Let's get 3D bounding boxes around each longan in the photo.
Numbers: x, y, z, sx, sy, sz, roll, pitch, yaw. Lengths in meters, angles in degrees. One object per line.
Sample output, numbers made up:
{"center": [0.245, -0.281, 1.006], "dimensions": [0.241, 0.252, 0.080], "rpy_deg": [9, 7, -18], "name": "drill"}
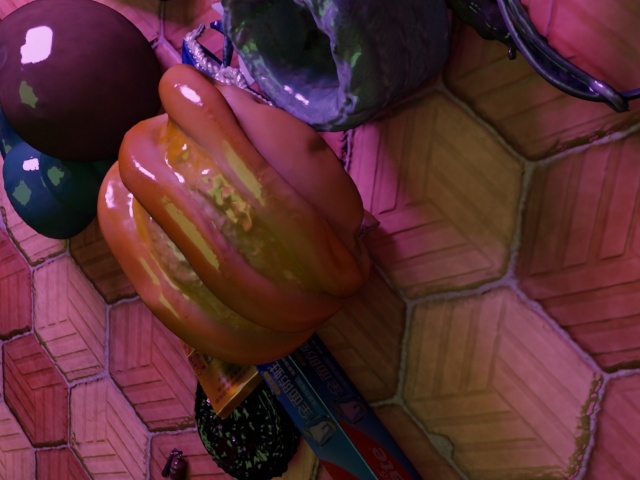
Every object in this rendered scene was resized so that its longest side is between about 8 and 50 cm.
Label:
{"center": [-0.337, -0.219, 0.987], "dimensions": [0.248, 0.248, 0.248], "rpy_deg": [9, 104, 36], "name": "longan"}

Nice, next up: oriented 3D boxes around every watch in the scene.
{"center": [0.252, -0.215, 0.626], "dimensions": [0.193, 0.068, 0.206], "rpy_deg": [-14, 93, 20], "name": "watch"}

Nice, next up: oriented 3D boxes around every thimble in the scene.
{"center": [0.006, -0.225, 0.750], "dimensions": [0.235, 0.143, 0.198], "rpy_deg": [37, 151, 30], "name": "thimble"}

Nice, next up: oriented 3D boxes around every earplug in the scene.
{"center": [-0.429, -0.119, 1.166], "dimensions": [0.280, 0.164, 0.257], "rpy_deg": [-14, 54, 27], "name": "earplug"}

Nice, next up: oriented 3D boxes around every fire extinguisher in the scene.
{"center": [-0.239, 0.373, 1.180], "dimensions": [0.046, 0.032, 0.100], "rpy_deg": [-128, 46, -60], "name": "fire extinguisher"}

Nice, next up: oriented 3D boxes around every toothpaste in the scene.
{"center": [0.043, 0.258, 0.905], "dimensions": [0.320, 0.076, 0.066], "rpy_deg": [51, 122, 17], "name": "toothpaste"}

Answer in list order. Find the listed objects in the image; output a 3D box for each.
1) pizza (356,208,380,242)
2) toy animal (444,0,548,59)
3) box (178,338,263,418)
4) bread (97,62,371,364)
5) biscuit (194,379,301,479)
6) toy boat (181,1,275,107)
{"center": [0.000, 0.000, 0.907], "dimensions": [0.178, 0.041, 0.130], "rpy_deg": [-8, 92, 38], "name": "pizza"}
{"center": [0.173, -0.219, 0.714], "dimensions": [0.136, 0.065, 0.047], "rpy_deg": [44, 124, 7], "name": "toy animal"}
{"center": [-0.139, 0.162, 1.004], "dimensions": [0.089, 0.022, 0.156], "rpy_deg": [-44, 46, 6], "name": "box"}
{"center": [-0.099, -0.020, 0.777], "dimensions": [0.315, 0.211, 0.270], "rpy_deg": [50, 140, 3], "name": "bread"}
{"center": [-0.108, 0.251, 1.033], "dimensions": [0.195, 0.053, 0.194], "rpy_deg": [8, 104, 36], "name": "biscuit"}
{"center": [-0.093, -0.262, 0.913], "dimensions": [0.210, 0.070, 0.291], "rpy_deg": [15, 105, 29], "name": "toy boat"}
